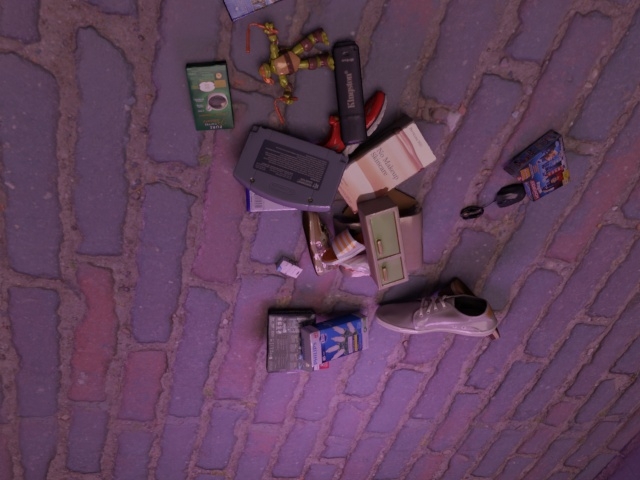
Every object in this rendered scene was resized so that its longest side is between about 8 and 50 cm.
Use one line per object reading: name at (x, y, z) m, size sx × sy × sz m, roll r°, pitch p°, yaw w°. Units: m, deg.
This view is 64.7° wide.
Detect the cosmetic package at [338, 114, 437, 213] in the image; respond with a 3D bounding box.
cosmetic package at (0.184, -0.232, 1.543) m, size 0.296 × 0.129 × 0.153 m, roll -34°, pitch 107°, yaw 12°

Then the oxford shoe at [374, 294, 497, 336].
oxford shoe at (0.426, 0.264, 1.888) m, size 0.449 × 0.169 × 0.130 m, roll 1°, pitch 124°, yaw 17°

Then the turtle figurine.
turtle figurine at (-0.077, -0.473, 1.369) m, size 0.217 × 0.087 × 0.270 m, roll -21°, pitch 117°, yaw -4°

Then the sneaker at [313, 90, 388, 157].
sneaker at (0.083, -0.337, 1.489) m, size 0.118 × 0.107 × 0.279 m, roll 39°, pitch 107°, yaw -19°

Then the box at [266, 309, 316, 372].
box at (-0.112, 0.381, 1.917) m, size 0.183 × 0.059 × 0.233 m, roll 0°, pitch 98°, yaw -10°

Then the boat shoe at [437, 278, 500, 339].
boat shoe at (0.590, 0.294, 2.016) m, size 0.123 × 0.123 × 0.342 m, roll -35°, pitch 120°, yaw 22°

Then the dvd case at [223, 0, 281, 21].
dvd case at (-0.143, -0.681, 1.252) m, size 0.253 × 0.022 × 0.180 m, roll -21°, pitch 125°, yaw 4°

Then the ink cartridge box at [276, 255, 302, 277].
ink cartridge box at (-0.110, 0.096, 1.792) m, size 0.083 × 0.028 × 0.048 m, roll 27°, pitch 116°, yaw -25°

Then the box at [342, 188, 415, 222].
box at (0.198, -0.115, 1.709) m, size 0.201 × 0.021 × 0.164 m, roll 23°, pitch 119°, yaw -26°

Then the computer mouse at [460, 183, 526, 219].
computer mouse at (0.608, -0.128, 1.768) m, size 0.242 × 0.041 × 0.071 m, roll -26°, pitch 126°, yaw 8°

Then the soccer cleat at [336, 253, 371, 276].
soccer cleat at (0.133, 0.072, 1.697) m, size 0.196 × 0.068 × 0.076 m, roll 16°, pitch 91°, yaw -6°

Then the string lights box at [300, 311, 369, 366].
string lights box at (0.056, 0.368, 1.907) m, size 0.259 × 0.076 × 0.133 m, roll -11°, pitch 104°, yaw -31°

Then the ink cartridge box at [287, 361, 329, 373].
ink cartridge box at (-0.057, 0.457, 2.027) m, size 0.175 × 0.072 × 0.127 m, roll -6°, pitch 125°, yaw -7°

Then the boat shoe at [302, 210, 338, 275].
boat shoe at (0.000, 0.000, 1.711) m, size 0.089 × 0.105 × 0.285 m, roll -16°, pitch 136°, yaw -5°

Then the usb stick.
usb stick at (0.082, -0.407, 1.410) m, size 0.077 × 0.045 × 0.278 m, roll -3°, pitch 103°, yaw 15°

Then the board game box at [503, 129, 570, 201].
board game box at (0.721, -0.236, 1.691) m, size 0.194 × 0.060 × 0.194 m, roll -28°, pitch 124°, yaw 3°

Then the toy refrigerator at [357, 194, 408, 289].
toy refrigerator at (0.194, 0.011, 1.542) m, size 0.102 × 0.094 × 0.270 m, roll -17°, pitch 121°, yaw -6°

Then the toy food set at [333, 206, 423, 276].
toy food set at (0.206, 0.001, 1.744) m, size 0.306 × 0.092 × 0.220 m, roll -8°, pitch 122°, yaw 0°

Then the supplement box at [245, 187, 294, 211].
supplement box at (-0.120, -0.165, 1.559) m, size 0.220 × 0.114 × 0.111 m, roll -2°, pitch 124°, yaw -8°

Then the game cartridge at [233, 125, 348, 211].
game cartridge at (-0.089, -0.199, 1.455) m, size 0.297 × 0.062 × 0.198 m, roll 20°, pitch 80°, yaw 3°

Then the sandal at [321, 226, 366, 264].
sandal at (0.113, -0.013, 1.622) m, size 0.265 × 0.102 × 0.076 m, roll -26°, pitch 119°, yaw 2°

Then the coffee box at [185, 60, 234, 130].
coffee box at (-0.305, -0.399, 1.405) m, size 0.113 × 0.040 × 0.184 m, roll -7°, pitch 125°, yaw -5°
